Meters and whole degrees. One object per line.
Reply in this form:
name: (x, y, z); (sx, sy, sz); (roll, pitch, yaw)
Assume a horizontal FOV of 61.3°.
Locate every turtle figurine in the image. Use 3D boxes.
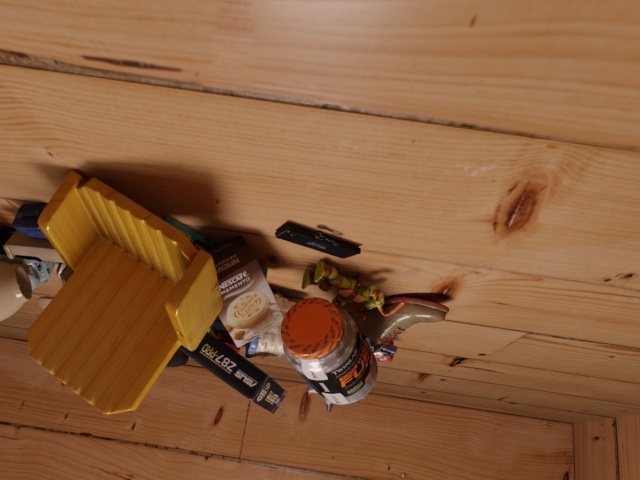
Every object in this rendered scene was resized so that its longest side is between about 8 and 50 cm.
turtle figurine: (0.077, 0.120, 1.351); (0.217, 0.087, 0.269); (27, 161, -21)

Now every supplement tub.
supplement tub: (0.023, 0.286, 1.395); (0.194, 0.193, 0.316); (-1, 147, 22)

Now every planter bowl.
planter bowl: (-0.777, 0.117, 1.317); (0.109, 0.162, 0.162); (-16, 160, -10)

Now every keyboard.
keyboard: (0.000, 0.000, 1.173); (0.180, 0.023, 0.108); (17, 163, -22)

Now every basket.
basket: (-0.205, 0.247, 1.612); (0.289, 0.201, 0.255); (8, 161, -13)

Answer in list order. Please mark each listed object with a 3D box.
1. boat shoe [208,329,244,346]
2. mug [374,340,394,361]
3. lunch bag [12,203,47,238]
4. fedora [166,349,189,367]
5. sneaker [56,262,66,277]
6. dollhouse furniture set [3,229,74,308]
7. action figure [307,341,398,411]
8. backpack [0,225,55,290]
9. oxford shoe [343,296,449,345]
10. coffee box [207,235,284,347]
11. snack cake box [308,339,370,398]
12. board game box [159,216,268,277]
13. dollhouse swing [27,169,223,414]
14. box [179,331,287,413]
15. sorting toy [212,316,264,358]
boat shoe: (-0.305, 0.368, 2.088); (0.285, 0.102, 0.092); (-11, 147, 28)
mug: (0.168, 0.383, 1.930); (0.169, 0.113, 0.150); (-3, 161, 19)
lunch bag: (-0.651, -0.046, 1.245); (0.099, 0.067, 0.065); (-1, 157, 17)
fedora: (-0.598, 0.412, 2.077); (0.334, 0.152, 0.334); (-12, 179, 0)
sneaker: (-0.736, 0.121, 1.671); (0.081, 0.080, 0.211); (12, 159, 2)
dollhouse furniture set: (-0.656, 0.074, 1.368); (0.161, 0.212, 0.242); (6, 131, 3)
action figure: (0.077, 0.408, 1.827); (0.341, 0.178, 0.330); (7, 121, 23)
backpack: (-0.815, 0.058, 1.467); (0.166, 0.144, 0.188); (8, 161, -9)
oxford shoe: (0.206, 0.237, 1.526); (0.123, 0.130, 0.348); (27, 152, -37)
coffee box: (-0.192, 0.126, 1.282); (0.141, 0.098, 0.246); (-29, 137, -10)
snack cake box: (0.064, 0.342, 1.660); (0.152, 0.264, 0.089); (16, 157, -18)
board game box: (-0.341, 0.060, 1.370); (0.254, 0.079, 0.336); (-10, 152, 37)
dollhouse swing: (-0.426, 0.117, 1.051); (0.347, 0.305, 0.315); (31, 152, 14)
box: (-0.307, 0.377, 1.686); (0.395, 0.097, 0.318); (30, 164, 18)
sorting toy: (-0.264, 0.319, 1.869); (0.257, 0.089, 0.255); (4, 140, 12)
